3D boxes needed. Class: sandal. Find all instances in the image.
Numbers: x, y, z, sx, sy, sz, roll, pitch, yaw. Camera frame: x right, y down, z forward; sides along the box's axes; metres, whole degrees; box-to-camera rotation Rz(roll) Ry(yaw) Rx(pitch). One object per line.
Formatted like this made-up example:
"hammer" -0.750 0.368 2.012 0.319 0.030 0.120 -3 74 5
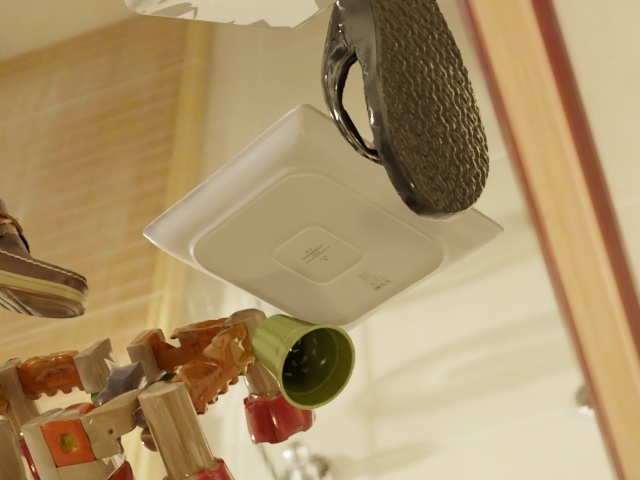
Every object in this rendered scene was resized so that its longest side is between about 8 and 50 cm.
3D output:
"sandal" 0.065 -0.193 1.484 0.167 0.107 0.446 17 -132 -40

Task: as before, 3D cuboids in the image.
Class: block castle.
"block castle" -0.259 0.257 1.682 0.303 0.453 0.213 -41 -65 -62

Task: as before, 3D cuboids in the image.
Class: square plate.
"square plate" 0.000 0.000 1.834 0.344 0.347 0.049 30 -135 -27

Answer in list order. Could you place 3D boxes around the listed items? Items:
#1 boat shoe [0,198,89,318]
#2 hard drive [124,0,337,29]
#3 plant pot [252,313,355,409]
"boat shoe" -0.416 -0.003 1.689 0.123 0.342 0.123 -68 -25 -14
"hard drive" 0.025 -0.248 1.021 0.203 0.307 0.040 -5 -109 -52
"plant pot" -0.023 0.105 1.318 0.079 0.083 0.083 28 147 54
